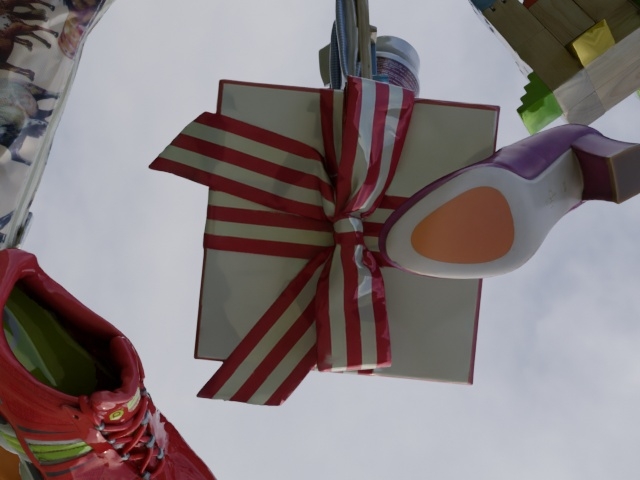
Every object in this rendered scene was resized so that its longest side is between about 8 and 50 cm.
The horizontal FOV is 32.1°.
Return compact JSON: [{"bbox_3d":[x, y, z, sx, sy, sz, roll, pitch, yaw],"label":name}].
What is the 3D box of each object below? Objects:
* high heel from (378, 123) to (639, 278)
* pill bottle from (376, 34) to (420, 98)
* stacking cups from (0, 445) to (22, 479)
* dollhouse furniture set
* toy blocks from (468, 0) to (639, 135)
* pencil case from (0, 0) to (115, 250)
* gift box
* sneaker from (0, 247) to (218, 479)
[{"bbox_3d":[0.125,-0.036,0.822,0.117,0.244,0.082,16,-54,58],"label":"high heel"},{"bbox_3d":[0.087,-0.212,1.705,0.121,0.121,0.221,-42,-159,42],"label":"pill bottle"},{"bbox_3d":[-0.221,0.231,0.987,0.316,0.096,0.096,36,-64,17],"label":"stacking cups"},{"bbox_3d":[-0.030,-0.259,1.208,0.286,0.198,0.303,90,-3,-79],"label":"dollhouse furniture set"},{"bbox_3d":[0.371,-0.324,1.452,0.381,0.191,0.261,-35,-133,7],"label":"toy blocks"},{"bbox_3d":[-0.333,-0.148,1.154,0.160,0.183,0.410,-81,-164,-72],"label":"pencil case"},{"bbox_3d":[0.000,0.000,0.952,0.258,0.276,0.255,-136,-133,-88],"label":"gift box"},{"bbox_3d":[-0.147,0.119,0.728,0.118,0.279,0.107,-20,-153,46],"label":"sneaker"}]
